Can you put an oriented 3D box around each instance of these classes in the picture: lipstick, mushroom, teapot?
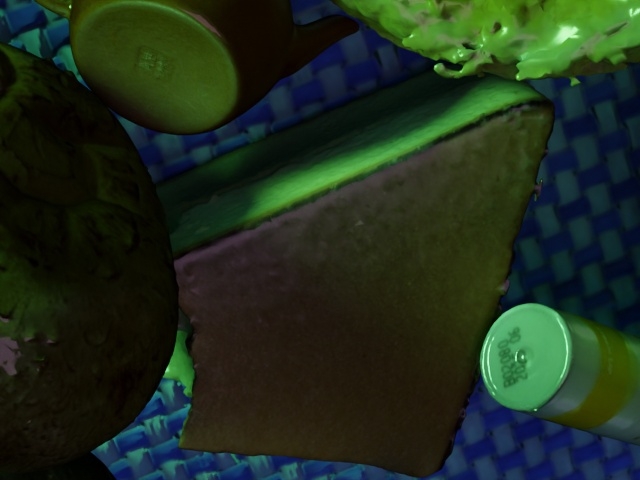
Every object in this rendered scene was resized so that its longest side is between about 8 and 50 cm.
[{"bbox_3d":[0.186,0.087,1.079,0.264,0.059,0.059,19,107,-48],"label":"lipstick"},{"bbox_3d":[-0.160,-0.006,0.900,0.138,0.231,0.194,-47,148,21],"label":"mushroom"},{"bbox_3d":[-0.067,-0.121,0.960,0.173,0.116,0.116,21,106,0],"label":"teapot"}]

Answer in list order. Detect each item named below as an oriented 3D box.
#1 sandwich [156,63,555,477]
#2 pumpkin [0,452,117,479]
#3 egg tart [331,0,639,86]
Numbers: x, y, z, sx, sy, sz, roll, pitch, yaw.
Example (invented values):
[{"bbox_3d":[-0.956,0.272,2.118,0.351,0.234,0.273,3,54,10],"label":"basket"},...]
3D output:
[{"bbox_3d":[0.000,0.000,1.020,0.186,0.108,0.220,10,111,-20],"label":"sandwich"},{"bbox_3d":[-0.271,0.160,0.981,0.325,0.242,0.232,-39,88,10],"label":"pumpkin"},{"bbox_3d":[0.098,-0.217,0.930,0.288,0.118,0.288,2,117,4],"label":"egg tart"}]
